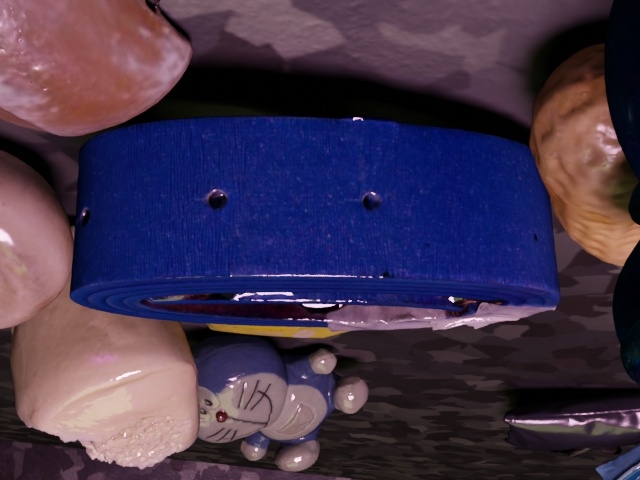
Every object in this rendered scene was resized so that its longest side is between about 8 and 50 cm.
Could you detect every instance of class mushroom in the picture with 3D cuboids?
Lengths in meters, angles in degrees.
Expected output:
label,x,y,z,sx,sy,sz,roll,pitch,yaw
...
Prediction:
label,x,y,z,sx,sy,sz,roll,pitch,yaw
mushroom,-0.306,0.018,0.667,0.207,0.209,0.206,-16,157,-7

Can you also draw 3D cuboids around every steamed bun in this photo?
label,x,y,z,sx,sy,sz,roll,pitch,yaw
steamed bun,-0.230,0.103,0.814,0.171,0.225,0.200,-18,147,-15

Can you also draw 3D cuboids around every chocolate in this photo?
label,x,y,z,sx,sy,sz,roll,pitch,yaw
chocolate,-0.199,-0.127,0.444,0.161,0.083,0.261,-7,154,31

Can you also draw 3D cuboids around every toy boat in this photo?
label,x,y,z,sx,sy,sz,roll,pitch,yaw
toy boat,0.538,0.348,1.232,0.238,0.098,0.109,-31,152,10

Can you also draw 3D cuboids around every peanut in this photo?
label,x,y,z,sx,sy,sz,roll,pitch,yaw
peanut,0.201,-0.044,0.524,0.108,0.095,0.226,-4,156,23

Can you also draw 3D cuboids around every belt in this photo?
label,x,y,z,sx,sy,sz,roll,pitch,yaw
belt,0.000,0.000,0.589,0.347,0.117,0.212,1,164,-11

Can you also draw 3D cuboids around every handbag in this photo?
label,x,y,z,sx,sy,sz,roll,pitch,yaw
handbag,0.415,0.290,1.260,0.255,0.088,0.211,-7,157,9

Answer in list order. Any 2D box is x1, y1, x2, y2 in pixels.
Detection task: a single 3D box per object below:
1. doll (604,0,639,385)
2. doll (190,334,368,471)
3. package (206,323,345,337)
label,x,y,z,sx,sy,sz,roll,pitch,yaw
doll,0.215,-0.041,0.335,0.186,0.198,0.321,-15,121,-25
doll,-0.087,0.220,1.145,0.259,0.154,0.228,16,123,-38
package,-0.046,0.042,0.793,0.227,0.090,0.168,1,154,3
